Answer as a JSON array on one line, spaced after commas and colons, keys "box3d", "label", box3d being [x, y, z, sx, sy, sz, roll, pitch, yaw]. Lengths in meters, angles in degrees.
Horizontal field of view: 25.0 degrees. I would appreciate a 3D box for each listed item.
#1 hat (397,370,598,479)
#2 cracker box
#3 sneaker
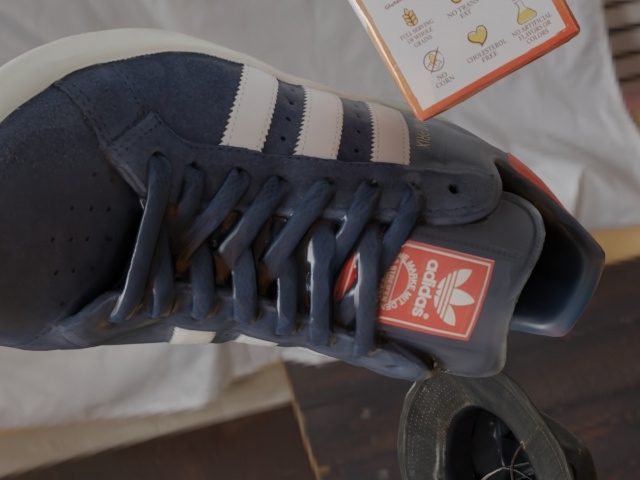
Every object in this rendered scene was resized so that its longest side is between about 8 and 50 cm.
[{"box3d": [0.234, 0.270, 1.672, 0.134, 0.331, 0.331, -13, 39, -29], "label": "hat"}, {"box3d": [0.006, -0.165, 0.532, 0.067, 0.232, 0.155, -28, 8, 8], "label": "cracker box"}, {"box3d": [0.000, 0.000, 0.594, 0.148, 0.131, 0.350, 31, 23, 34], "label": "sneaker"}]
